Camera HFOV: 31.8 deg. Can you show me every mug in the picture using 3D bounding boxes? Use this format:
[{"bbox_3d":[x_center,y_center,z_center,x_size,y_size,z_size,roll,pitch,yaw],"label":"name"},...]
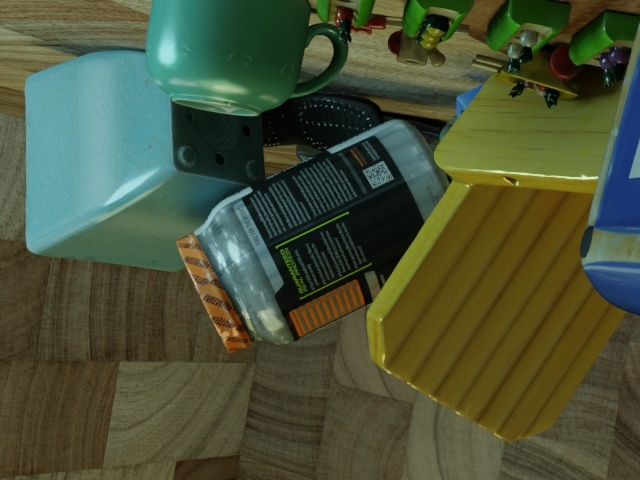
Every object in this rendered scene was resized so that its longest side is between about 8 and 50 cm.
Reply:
[{"bbox_3d":[-0.066,-0.155,0.928,0.157,0.097,0.129,10,180,14],"label":"mug"}]

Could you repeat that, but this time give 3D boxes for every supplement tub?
[{"bbox_3d":[0.000,0.000,1.349,0.316,0.194,0.193,-25,-176,-5],"label":"supplement tub"}]

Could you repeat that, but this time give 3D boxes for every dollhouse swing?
[{"bbox_3d":[0.275,0.050,1.064,0.347,0.305,0.315,34,165,-37],"label":"dollhouse swing"}]

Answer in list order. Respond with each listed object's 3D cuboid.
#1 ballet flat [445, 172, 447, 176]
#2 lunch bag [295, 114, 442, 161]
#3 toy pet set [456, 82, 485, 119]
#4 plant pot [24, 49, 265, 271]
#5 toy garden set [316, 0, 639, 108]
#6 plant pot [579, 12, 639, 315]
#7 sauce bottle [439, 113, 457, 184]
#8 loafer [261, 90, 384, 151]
[{"bbox_3d":[0.220,-0.127,1.824,0.070,0.070,0.188,9,180,14],"label":"ballet flat"},{"bbox_3d":[0.077,-0.137,1.655,0.219,0.090,0.176,9,179,9],"label":"lunch bag"},{"bbox_3d":[0.201,-0.144,1.174,0.114,0.065,0.122,-26,-170,-9],"label":"toy pet set"},{"bbox_3d":[-0.206,-0.116,1.443,0.248,0.247,0.252,10,160,-43],"label":"plant pot"},{"bbox_3d":[0.115,-0.150,0.879,0.244,0.049,0.204,9,180,-1],"label":"toy garden set"},{"bbox_3d":[0.266,-0.038,0.554,0.212,0.236,0.236,15,180,-2],"label":"plant pot"},{"bbox_3d":[0.237,-0.005,1.370,0.111,0.111,0.344,9,139,37],"label":"sauce bottle"},{"bbox_3d":[-0.004,-0.167,1.476,0.220,0.080,0.078,8,-148,34],"label":"loafer"}]
